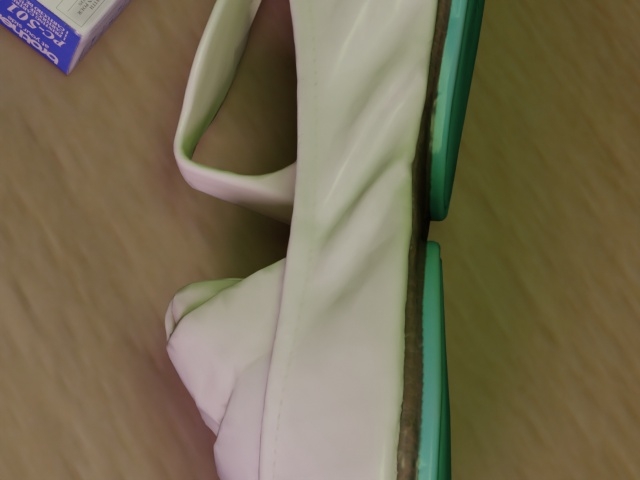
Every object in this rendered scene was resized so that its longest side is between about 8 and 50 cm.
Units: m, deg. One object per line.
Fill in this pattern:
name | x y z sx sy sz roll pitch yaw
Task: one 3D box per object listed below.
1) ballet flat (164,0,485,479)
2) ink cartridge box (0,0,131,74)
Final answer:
ballet flat | 0.000 0.000 0.837 0.139 0.139 0.400 11 65 -12
ink cartridge box | -0.089 -0.183 0.906 0.097 0.046 0.207 38 66 -2
